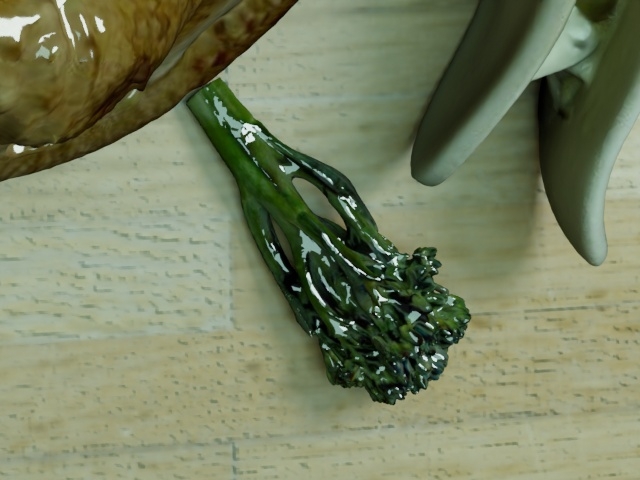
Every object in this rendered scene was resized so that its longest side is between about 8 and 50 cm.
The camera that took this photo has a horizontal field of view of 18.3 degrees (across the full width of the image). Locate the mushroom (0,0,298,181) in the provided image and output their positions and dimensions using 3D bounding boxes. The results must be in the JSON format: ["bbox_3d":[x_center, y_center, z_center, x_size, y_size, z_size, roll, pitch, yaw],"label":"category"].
[{"bbox_3d":[-0.112,-0.162,0.885,0.345,0.345,0.239,-15,92,-14],"label":"mushroom"}]

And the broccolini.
[{"bbox_3d":[-0.003,0.003,1.059,0.091,0.068,0.202,-40,106,12],"label":"broccolini"}]

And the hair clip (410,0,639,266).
[{"bbox_3d":[0.123,-0.128,1.035,0.113,0.172,0.282,8,104,-9],"label":"hair clip"}]
